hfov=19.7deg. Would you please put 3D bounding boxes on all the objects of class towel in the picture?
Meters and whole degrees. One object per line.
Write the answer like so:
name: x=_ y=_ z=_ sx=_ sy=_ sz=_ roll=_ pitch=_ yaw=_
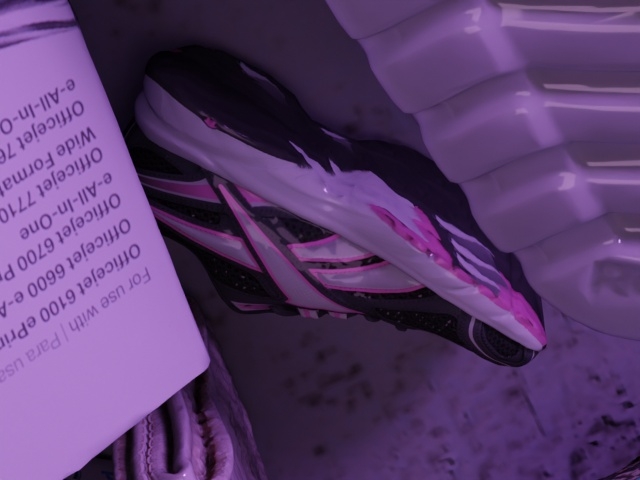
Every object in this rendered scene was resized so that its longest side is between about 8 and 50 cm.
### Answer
towel: x=-0.015 y=0.167 z=0.684 sx=0.049 sy=0.187 sz=0.282 roll=-19 pitch=114 yaw=0

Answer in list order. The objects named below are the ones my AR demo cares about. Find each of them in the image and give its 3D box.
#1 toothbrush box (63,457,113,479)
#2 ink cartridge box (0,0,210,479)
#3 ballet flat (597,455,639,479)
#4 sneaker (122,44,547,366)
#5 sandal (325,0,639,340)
toothbrush box: x=-0.227 y=0.184 z=0.711 sx=0.295 sy=0.126 sz=0.216 roll=10 pitch=111 yaw=-9
ink cartridge box: x=-0.193 y=-0.068 z=0.547 sx=0.223 sy=0.129 sz=0.307 roll=3 pitch=122 yaw=44
ballet flat: x=0.121 y=0.311 z=0.756 sx=0.182 sy=0.164 sz=0.483 roll=-15 pitch=113 yaw=-30
sneaker: x=0.000 y=0.000 z=0.689 sx=0.178 sy=0.072 sz=0.077 roll=32 pitch=119 yaw=-7
sandal: x=0.047 y=-0.143 z=0.474 sx=0.169 sy=0.102 sz=0.416 roll=-9 pitch=128 yaw=16
